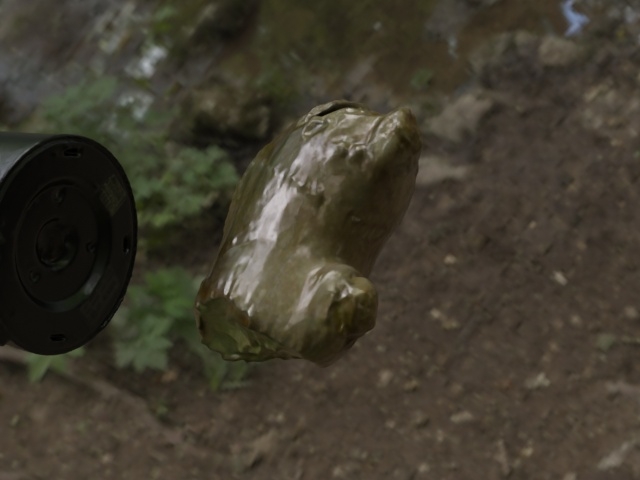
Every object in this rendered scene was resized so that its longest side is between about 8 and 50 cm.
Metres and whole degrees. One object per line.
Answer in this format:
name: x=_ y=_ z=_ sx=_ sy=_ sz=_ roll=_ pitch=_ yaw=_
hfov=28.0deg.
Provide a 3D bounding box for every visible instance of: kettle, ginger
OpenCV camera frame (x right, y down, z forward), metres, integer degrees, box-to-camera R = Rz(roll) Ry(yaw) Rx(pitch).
kettle: x=-0.365 y=0.016 z=1.243 sx=0.308 sy=0.203 sz=0.262 roll=8 pitch=79 yaw=32
ginger: x=0.000 y=0.000 z=1.116 sx=0.276 sy=0.130 sz=0.221 roll=-52 pitch=29 yaw=13
